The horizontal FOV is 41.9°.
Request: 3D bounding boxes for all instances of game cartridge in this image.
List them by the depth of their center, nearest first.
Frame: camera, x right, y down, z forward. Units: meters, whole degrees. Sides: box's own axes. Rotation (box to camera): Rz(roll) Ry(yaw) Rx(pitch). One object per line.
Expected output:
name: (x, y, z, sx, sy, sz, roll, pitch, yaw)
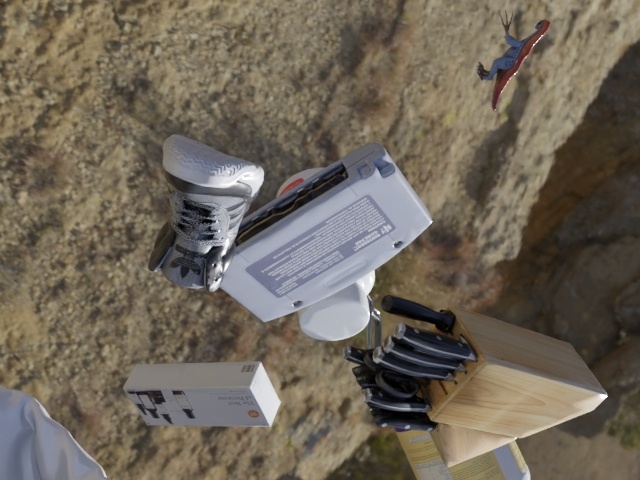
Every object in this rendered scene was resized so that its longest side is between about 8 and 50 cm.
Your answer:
game cartridge: (0.000, 0.000, 1.170, 0.294, 0.060, 0.196, -31, 136, 10)

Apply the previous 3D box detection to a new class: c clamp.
c clamp: (0.108, 0.200, 1.790, 0.137, 0.022, 0.160, 38, 50, -68)

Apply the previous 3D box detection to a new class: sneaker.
sneaker: (-0.128, -0.021, 0.899, 0.268, 0.101, 0.153, -5, 115, -89)

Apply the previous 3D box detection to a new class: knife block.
knife block: (0.169, 0.127, 0.900, 0.276, 0.088, 0.242, -19, 134, -6)

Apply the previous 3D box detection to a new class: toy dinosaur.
toy dinosaur: (0.203, -0.190, 0.860, 0.047, 0.082, 0.090, -25, 95, -66)

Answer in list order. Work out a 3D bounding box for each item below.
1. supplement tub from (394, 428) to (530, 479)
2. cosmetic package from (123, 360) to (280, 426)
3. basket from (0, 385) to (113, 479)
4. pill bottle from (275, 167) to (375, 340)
supplement tub: (0.324, 0.487, 1.891, 0.241, 0.241, 0.331, -20, 84, -43)
cosmetic package: (-0.195, 0.254, 1.369, 0.060, 0.239, 0.098, -69, 145, -45)
basket: (-0.213, 0.307, 0.404, 0.331, 0.328, 0.266, -21, 146, -54)
pill bottle: (0.010, 0.026, 1.612, 0.176, 0.318, 0.176, -4, 139, -4)
